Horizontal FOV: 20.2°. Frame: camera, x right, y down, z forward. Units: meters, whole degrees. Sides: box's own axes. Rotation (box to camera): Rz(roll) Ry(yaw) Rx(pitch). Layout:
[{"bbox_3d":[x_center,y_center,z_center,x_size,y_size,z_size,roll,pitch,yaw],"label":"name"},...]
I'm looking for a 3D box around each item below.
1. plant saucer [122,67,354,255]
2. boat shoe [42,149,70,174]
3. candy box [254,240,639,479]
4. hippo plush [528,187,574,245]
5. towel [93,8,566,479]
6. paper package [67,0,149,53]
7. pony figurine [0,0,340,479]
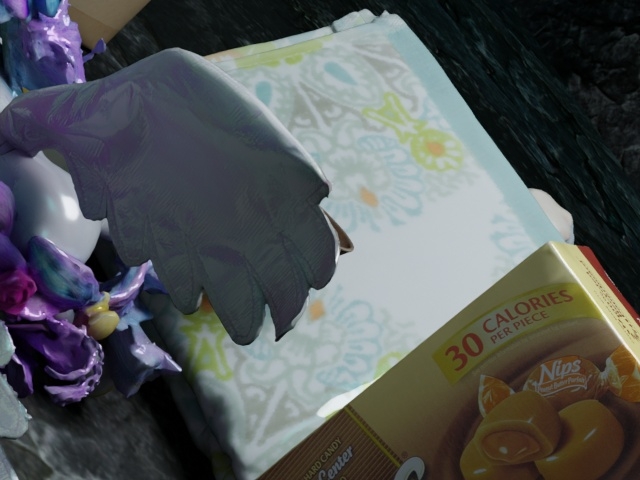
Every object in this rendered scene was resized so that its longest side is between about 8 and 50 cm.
[{"bbox_3d":[-0.065,-0.043,1.222,0.198,0.036,0.198,38,8,-6],"label":"plant saucer"},{"bbox_3d":[-0.232,-0.153,1.311,0.099,0.116,0.319,-1,45,-52],"label":"boat shoe"},{"bbox_3d":[0.084,0.168,1.086,0.183,0.316,0.087,55,19,18],"label":"candy box"},{"bbox_3d":[0.112,0.000,1.601,0.294,0.234,0.236,40,21,-21],"label":"hippo plush"},{"bbox_3d":[0.000,0.000,1.344,0.320,0.090,0.374,-18,58,-24],"label":"towel"},{"bbox_3d":[-0.283,-0.362,1.546,0.325,0.168,0.309,26,29,-46],"label":"paper package"},{"bbox_3d":[-0.174,-0.016,1.022,0.351,0.303,0.363,55,-2,15],"label":"pony figurine"}]
